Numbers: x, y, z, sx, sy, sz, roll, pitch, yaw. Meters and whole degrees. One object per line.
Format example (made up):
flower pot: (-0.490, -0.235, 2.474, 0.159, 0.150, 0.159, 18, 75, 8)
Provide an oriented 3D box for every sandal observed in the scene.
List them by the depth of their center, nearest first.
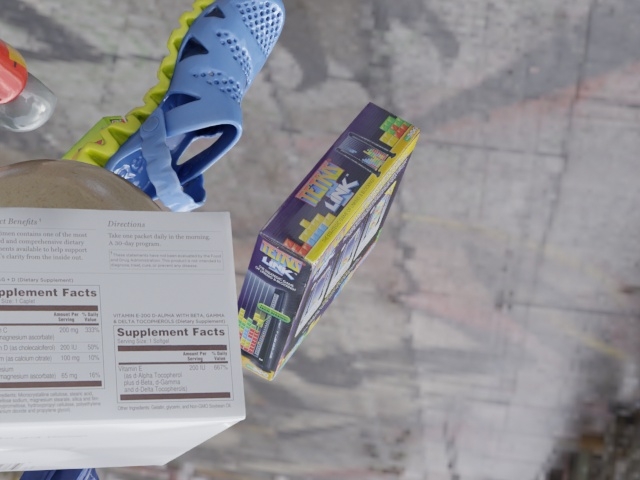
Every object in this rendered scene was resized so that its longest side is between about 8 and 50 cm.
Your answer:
sandal: (-0.129, -0.141, 1.618, 0.138, 0.317, 0.126, 25, 168, 40)

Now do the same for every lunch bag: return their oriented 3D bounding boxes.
lunch bag: (-0.280, 0.263, 1.546, 0.067, 0.098, 0.065, 9, 137, 22)

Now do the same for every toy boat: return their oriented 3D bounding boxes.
toy boat: (-0.261, -0.028, 1.284, 0.268, 0.318, 0.148, -13, 162, 8)

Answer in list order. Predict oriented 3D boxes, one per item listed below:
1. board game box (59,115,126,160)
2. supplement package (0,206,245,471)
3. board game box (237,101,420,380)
board game box: (-0.281, -0.056, 1.759, 0.181, 0.092, 0.043, -41, 170, 22)
supplement package: (-0.209, 0.072, 0.996, 0.262, 0.145, 0.204, 2, 163, -22)
board game box: (0.000, 0.000, 1.086, 0.048, 0.170, 0.141, 29, 137, 10)
